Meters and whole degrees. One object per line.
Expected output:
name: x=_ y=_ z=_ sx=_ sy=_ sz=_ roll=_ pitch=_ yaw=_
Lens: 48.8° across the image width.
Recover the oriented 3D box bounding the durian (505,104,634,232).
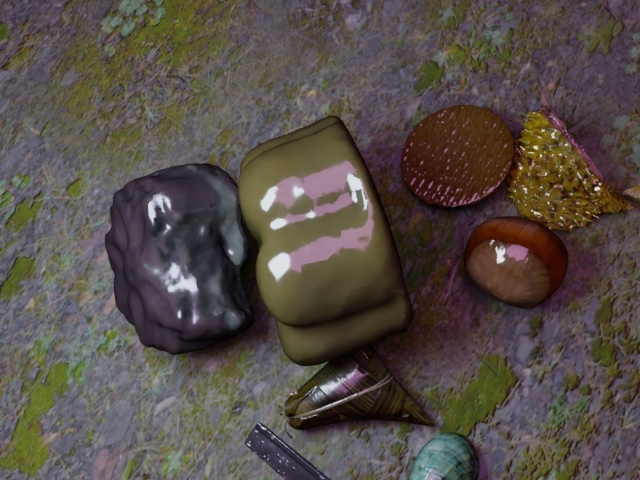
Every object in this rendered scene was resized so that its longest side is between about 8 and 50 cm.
durian: x=0.505 y=-0.133 z=1.545 sx=0.195 sy=0.185 sz=0.305 roll=-39 pitch=79 yaw=19

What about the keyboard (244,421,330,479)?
keyboard: x=-0.071 y=0.462 z=1.474 sx=0.195 sy=0.018 sz=0.060 roll=36 pitch=88 yaw=16

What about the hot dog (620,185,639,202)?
hot dog: x=0.705 y=-0.100 z=1.539 sx=0.090 sy=0.030 sz=0.034 roll=18 pitch=75 yaw=12

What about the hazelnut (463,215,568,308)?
hazelnut: x=0.408 y=0.034 z=1.464 sx=0.214 sy=0.176 sz=0.214 roll=9 pitch=52 yaw=-11

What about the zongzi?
zongzi: x=0.068 y=0.360 z=1.445 sx=0.247 sy=0.111 sz=0.241 roll=-41 pitch=79 yaw=-1

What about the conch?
conch: x=0.249 y=0.479 z=1.376 sx=0.175 sy=0.122 sz=0.188 roll=-13 pitch=74 yaw=-23

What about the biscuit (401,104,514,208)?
biscuit: x=0.307 y=-0.187 z=1.589 sx=0.261 sy=0.037 sz=0.262 roll=-8 pitch=66 yaw=18

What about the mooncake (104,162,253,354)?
mooncake: x=-0.303 y=0.043 z=1.457 sx=0.212 sy=0.350 sz=0.381 roll=-14 pitch=86 yaw=-36

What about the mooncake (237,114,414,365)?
mooncake: x=0.000 y=0.000 z=1.374 sx=0.262 sy=0.467 sz=0.467 roll=-17 pitch=72 yaw=2
